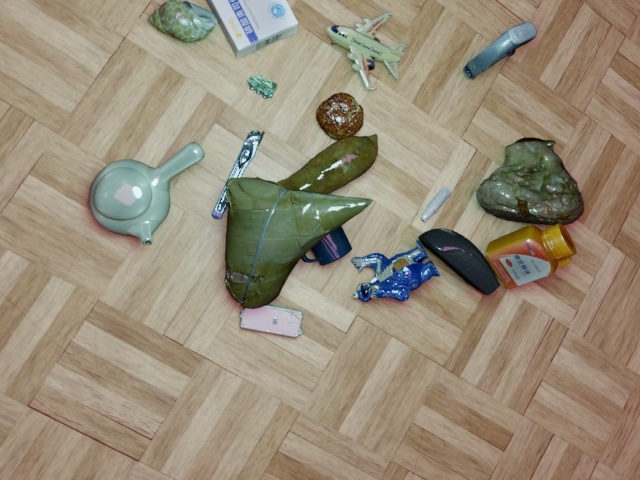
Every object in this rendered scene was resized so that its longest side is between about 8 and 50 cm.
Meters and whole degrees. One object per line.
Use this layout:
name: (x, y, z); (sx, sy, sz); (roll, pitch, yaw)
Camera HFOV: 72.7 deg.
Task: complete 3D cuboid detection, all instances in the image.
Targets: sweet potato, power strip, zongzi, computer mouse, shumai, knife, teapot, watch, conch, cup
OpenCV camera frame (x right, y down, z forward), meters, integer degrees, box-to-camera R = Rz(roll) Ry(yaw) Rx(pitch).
sweet potato: (-0.010, -0.190, 1.271); (0.423, 0.130, 0.130); (-26, 94, 0)
power strip: (-0.143, 0.231, 1.277); (0.192, 0.035, 0.081); (13, 86, -10)
zongzi: (-0.073, 0.030, 1.144); (0.393, 0.174, 0.355); (11, 104, 20)
computer mouse: (0.425, 0.045, 1.316); (0.269, 0.170, 0.100); (39, 97, -10)
shumai: (0.668, -0.197, 1.344); (0.347, 0.217, 0.282); (15, 87, -7)
knife: (-0.241, -0.196, 1.271); (0.044, 0.026, 0.296); (26, 84, -21)
teapot: (-0.476, -0.158, 1.163); (0.220, 0.149, 0.318); (30, 85, -10)
watch: (0.556, -0.591, 1.350); (0.206, 0.193, 0.068); (-36, 96, -30)
conch: (-0.380, -0.611, 1.216); (0.173, 0.106, 0.116); (-8, 68, -29)
cup: (0.001, -0.002, 1.272); (0.150, 0.113, 0.138); (-28, 96, 1)

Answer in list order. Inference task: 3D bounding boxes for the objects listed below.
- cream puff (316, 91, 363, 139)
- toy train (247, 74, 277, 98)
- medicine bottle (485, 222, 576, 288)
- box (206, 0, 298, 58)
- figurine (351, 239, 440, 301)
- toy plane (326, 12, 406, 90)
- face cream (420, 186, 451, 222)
cream puff: (0.064, -0.377, 1.302); (0.149, 0.084, 0.148); (0, 89, -13)
toy train: (-0.172, -0.458, 1.285); (0.083, 0.033, 0.053); (33, 78, -8)
medicine bottle: (0.643, 0.038, 1.330); (0.149, 0.222, 0.112); (53, 38, -8)
box: (-0.234, -0.731, 1.260); (0.200, 0.065, 0.343); (-29, 94, -9)
figurine: (0.222, 0.112, 1.313); (0.263, 0.120, 0.164); (-17, 65, 11)
toy plane: (0.136, -0.584, 1.309); (0.256, 0.104, 0.241); (14, 89, -10)
face cream: (0.363, -0.112, 1.377); (0.034, 0.034, 0.130); (41, 82, -7)
